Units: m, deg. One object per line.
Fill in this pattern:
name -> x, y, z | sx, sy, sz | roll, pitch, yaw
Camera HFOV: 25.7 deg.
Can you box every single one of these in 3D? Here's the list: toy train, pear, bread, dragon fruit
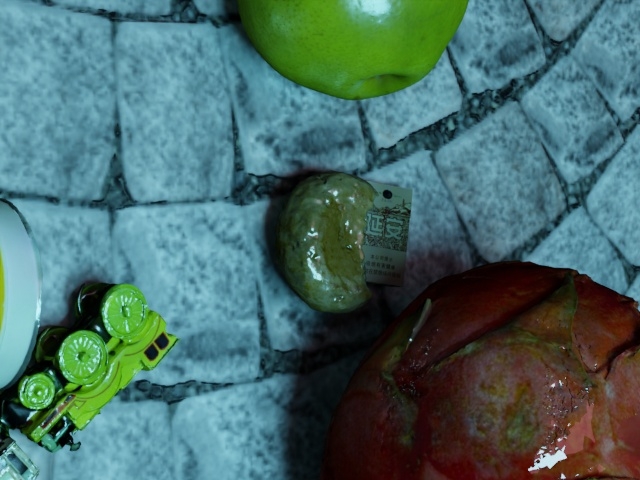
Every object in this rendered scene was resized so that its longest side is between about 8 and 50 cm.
toy train -> -0.205, 0.128, 0.974 | 0.249, 0.053, 0.085 | -46, 119, -25
pear -> 0.018, -0.217, 1.077 | 0.180, 0.166, 0.216 | -13, 74, -20
bread -> 0.000, 0.000, 1.108 | 0.082, 0.060, 0.113 | 13, 80, -33
dragon fruit -> 0.148, 0.167, 1.065 | 0.296, 0.296, 0.301 | 39, 72, -27

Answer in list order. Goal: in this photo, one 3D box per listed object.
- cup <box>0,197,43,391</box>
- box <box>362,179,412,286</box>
cup -> -0.318, 0.032, 0.830 | 0.280, 0.196, 0.196 | 3, 88, -40
box -> 0.046, -0.005, 1.160 | 0.053, 0.024, 0.083 | 8, 86, -33
